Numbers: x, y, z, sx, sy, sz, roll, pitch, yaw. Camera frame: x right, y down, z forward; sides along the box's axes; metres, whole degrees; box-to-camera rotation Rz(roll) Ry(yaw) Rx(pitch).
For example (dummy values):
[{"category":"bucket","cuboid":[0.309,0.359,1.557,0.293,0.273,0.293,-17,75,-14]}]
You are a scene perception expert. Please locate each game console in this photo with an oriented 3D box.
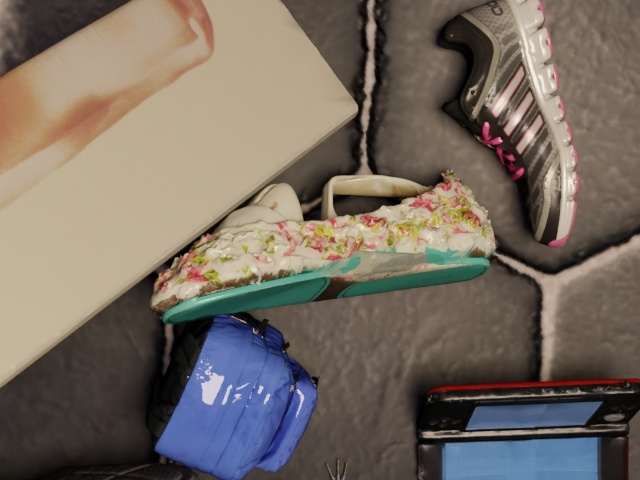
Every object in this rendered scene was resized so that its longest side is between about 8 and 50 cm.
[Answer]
[{"category":"game console","cuboid":[0.138,0.147,0.839,0.144,0.124,0.085,-3,68,-1]}]

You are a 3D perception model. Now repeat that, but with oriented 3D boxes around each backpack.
[{"category":"backpack","cuboid":[-0.053,0.096,0.810,0.101,0.120,0.098,21,93,-3]}]

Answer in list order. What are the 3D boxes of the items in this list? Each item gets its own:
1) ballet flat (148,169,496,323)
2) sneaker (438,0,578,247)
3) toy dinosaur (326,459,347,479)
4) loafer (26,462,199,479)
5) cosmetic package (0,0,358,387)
[{"category":"ballet flat","cuboid":[0.000,0.000,0.801,0.241,0.091,0.077,-7,74,-30]},{"category":"sneaker","cuboid":[0.118,-0.076,0.830,0.074,0.063,0.170,-12,90,0]},{"category":"toy dinosaur","cuboid":[0.001,0.196,0.862,0.082,0.047,0.090,18,105,16]},{"category":"loafer","cuboid":[-0.217,0.200,0.804,0.302,0.109,0.095,-6,97,13]},{"category":"cosmetic package","cuboid":[-0.140,-0.029,0.711,0.296,0.153,0.129,-39,96,-37]}]
